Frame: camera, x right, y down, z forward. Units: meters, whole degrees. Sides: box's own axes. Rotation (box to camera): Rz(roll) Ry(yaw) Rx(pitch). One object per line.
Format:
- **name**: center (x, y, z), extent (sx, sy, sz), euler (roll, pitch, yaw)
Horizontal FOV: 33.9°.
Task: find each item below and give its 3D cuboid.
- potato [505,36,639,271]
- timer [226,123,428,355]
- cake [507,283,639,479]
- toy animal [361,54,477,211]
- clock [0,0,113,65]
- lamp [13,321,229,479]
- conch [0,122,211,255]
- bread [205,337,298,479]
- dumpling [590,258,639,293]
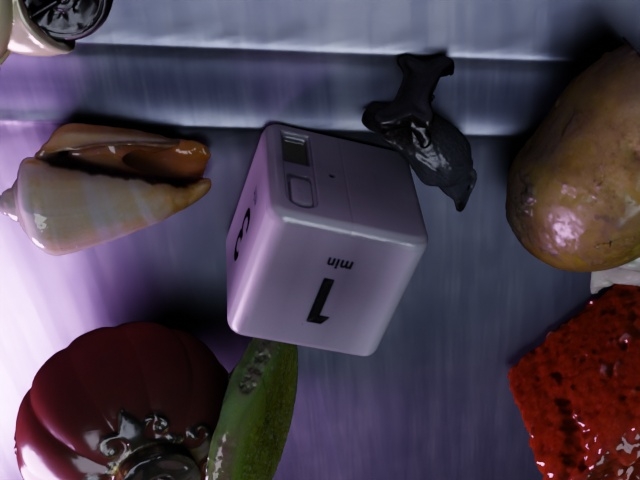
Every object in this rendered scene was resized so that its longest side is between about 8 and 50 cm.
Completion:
- **potato**: center (0.337, -0.078, 1.251), extent (0.229, 0.229, 0.266), euler (32, 115, -27)
- **timer**: center (0.000, 0.000, 1.287), extent (0.194, 0.192, 0.195), euler (11, 126, -14)
- **cake**: center (0.484, 0.265, 1.503), extent (0.320, 0.270, 0.269), euler (32, 119, -29)
- **toy animal**: center (0.119, -0.111, 1.279), extent (0.117, 0.121, 0.210), euler (-3, 138, 21)
- **clock**: center (-0.431, -0.269, 1.086), extent (0.379, 0.120, 0.276), euler (31, 116, -21)
- **lamp**: center (-0.255, 0.252, 1.411), extent (0.303, 0.257, 0.303), euler (-14, 123, -23)
- **conch**: center (-0.268, -0.066, 1.275), extent (0.255, 0.127, 0.158), euler (-7, 102, -28)
- **bread**: center (-0.085, 0.259, 1.432), extent (0.045, 0.301, 0.301), euler (14, 130, 15)
- **dumpling**: center (0.401, 0.019, 1.380), extent (0.100, 0.169, 0.134), euler (44, 110, -9)
